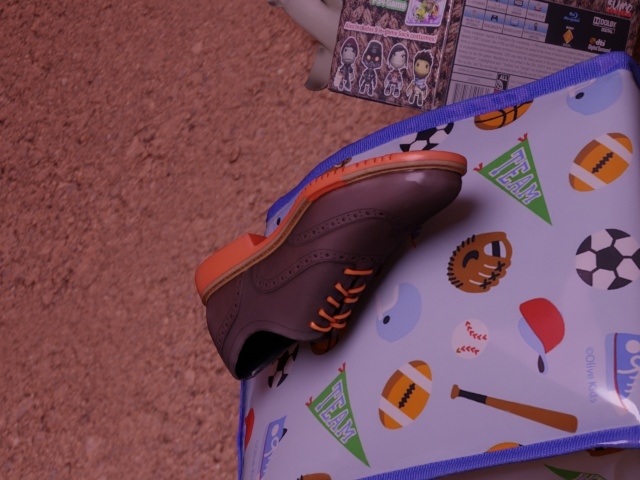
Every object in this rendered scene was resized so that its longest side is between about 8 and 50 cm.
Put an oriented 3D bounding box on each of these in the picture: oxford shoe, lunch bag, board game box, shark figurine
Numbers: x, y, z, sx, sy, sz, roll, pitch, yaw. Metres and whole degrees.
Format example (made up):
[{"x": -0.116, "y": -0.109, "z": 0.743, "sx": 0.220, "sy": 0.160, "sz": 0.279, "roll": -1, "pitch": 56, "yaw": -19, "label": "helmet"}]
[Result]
[{"x": 0.014, "y": 0.020, "z": 1.174, "sx": 0.271, "sy": 0.097, "sz": 0.098, "roll": -35, "pitch": 59, "yaw": 43, "label": "oxford shoe"}, {"x": 0.111, "y": 0.081, "z": 1.262, "sx": 0.385, "sy": 0.239, "sz": 0.328, "roll": -15, "pitch": 54, "yaw": 27, "label": "lunch bag"}, {"x": 0.158, "y": -0.247, "z": 1.377, "sx": 0.141, "sy": 0.232, "sz": 0.291, "roll": 19, "pitch": 100, "yaw": 49, "label": "board game box"}, {"x": 0.000, "y": -0.281, "z": 1.709, "sx": 0.116, "sy": 0.278, "sz": 0.166, "roll": -35, "pitch": -10, "yaw": -40, "label": "shark figurine"}]
